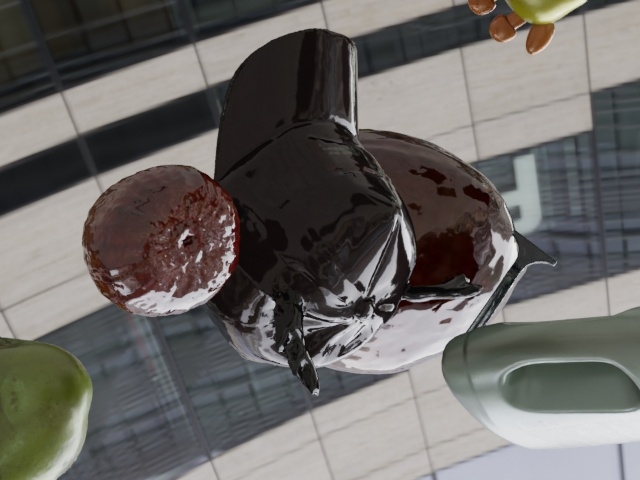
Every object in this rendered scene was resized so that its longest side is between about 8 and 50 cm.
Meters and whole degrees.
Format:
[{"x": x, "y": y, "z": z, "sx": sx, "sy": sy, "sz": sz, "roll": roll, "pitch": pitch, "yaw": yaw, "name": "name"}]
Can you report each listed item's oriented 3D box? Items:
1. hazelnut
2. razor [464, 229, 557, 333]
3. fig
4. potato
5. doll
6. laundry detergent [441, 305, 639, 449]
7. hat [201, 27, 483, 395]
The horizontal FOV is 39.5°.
[{"x": 0.090, "y": 0.018, "z": 1.297, "sx": 0.421, "sy": 0.421, "sz": 0.352, "roll": 3, "pitch": -129, "yaw": 29, "name": "hazelnut"}, {"x": 0.216, "y": 0.078, "z": 1.122, "sx": 0.066, "sy": 0.190, "sz": 0.033, "roll": 41, "pitch": -146, "yaw": 19, "name": "razor"}, {"x": -0.127, "y": -0.015, "z": 0.675, "sx": 0.119, "sy": 0.119, "sz": 0.153, "roll": -24, "pitch": -135, "yaw": -15, "name": "fig"}, {"x": -0.332, "y": 0.188, "z": 0.852, "sx": 0.253, "sy": 0.148, "sz": 0.186, "roll": -19, "pitch": -130, "yaw": 12, "name": "potato"}, {"x": 0.278, "y": -0.317, "z": 1.041, "sx": 0.221, "sy": 0.143, "sz": 0.135, "roll": -31, "pitch": -164, "yaw": 30, "name": "doll"}, {"x": 0.361, "y": 0.144, "z": 0.989, "sx": 0.398, "sy": 0.264, "sz": 0.124, "roll": -17, "pitch": -127, "yaw": 42, "name": "laundry detergent"}, {"x": 0.022, "y": -0.013, "z": 0.818, "sx": 0.209, "sy": 0.336, "sz": 0.238, "roll": 23, "pitch": -163, "yaw": 37, "name": "hat"}]
